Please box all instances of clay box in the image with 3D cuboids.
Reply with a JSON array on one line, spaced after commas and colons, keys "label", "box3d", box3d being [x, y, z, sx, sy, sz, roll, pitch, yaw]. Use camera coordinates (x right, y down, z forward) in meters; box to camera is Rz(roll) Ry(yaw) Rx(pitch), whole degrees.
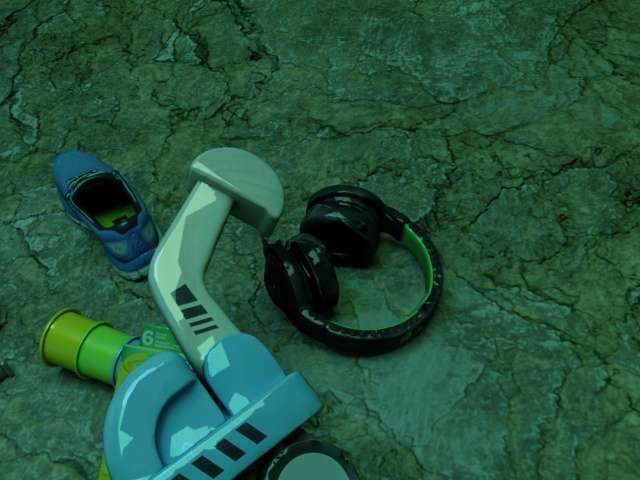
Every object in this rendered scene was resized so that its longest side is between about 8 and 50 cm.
[{"label": "clay box", "box3d": [-0.209, 0.226, 0.992, 0.128, 0.053, 0.221, 5, 82, 15]}]

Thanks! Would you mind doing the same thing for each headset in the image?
[{"label": "headset", "box3d": [0.000, 0.000, 1.137, 0.394, 0.185, 0.243, 30, 58, 18]}]

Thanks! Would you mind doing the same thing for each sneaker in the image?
[{"label": "sneaker", "box3d": [-0.374, -0.080, 1.301, 0.130, 0.147, 0.330, -35, 51, -20]}]

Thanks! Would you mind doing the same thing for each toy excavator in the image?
[{"label": "toy excavator", "box3d": [-0.133, 0.153, 0.873, 0.433, 0.222, 0.445, -35, 83, -23]}]

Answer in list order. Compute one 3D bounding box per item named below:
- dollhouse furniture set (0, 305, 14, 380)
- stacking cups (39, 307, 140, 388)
[{"label": "dollhouse furniture set", "box3d": [-0.535, 0.107, 1.136, 0.161, 0.181, 0.101, 32, 61, 32]}, {"label": "stacking cups", "box3d": [-0.248, 0.187, 1.090, 0.317, 0.096, 0.096, 16, 53, 17]}]
